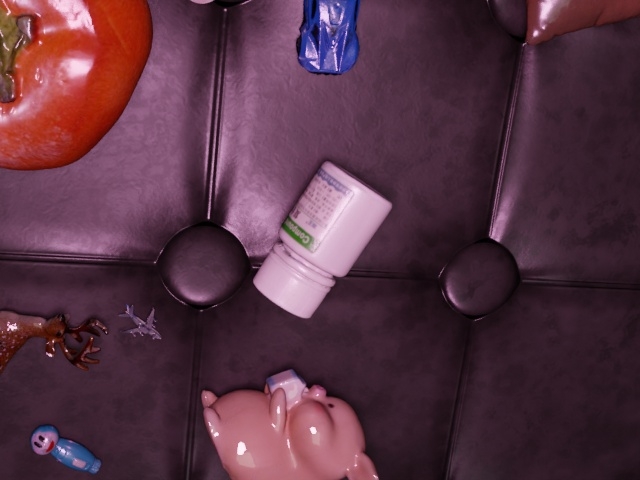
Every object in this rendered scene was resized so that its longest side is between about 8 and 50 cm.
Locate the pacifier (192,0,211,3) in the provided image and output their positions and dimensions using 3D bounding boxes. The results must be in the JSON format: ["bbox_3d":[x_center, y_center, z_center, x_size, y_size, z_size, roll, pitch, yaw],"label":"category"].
[{"bbox_3d":[-0.157,-0.393,1.204,0.081,0.078,0.099,31,98,-40],"label":"pacifier"}]

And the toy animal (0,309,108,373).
[{"bbox_3d":[-0.503,0.165,1.307,0.260,0.087,0.243,35,110,-21],"label":"toy animal"}]

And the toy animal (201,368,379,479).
[{"bbox_3d":[-0.056,0.330,1.392,0.256,0.195,0.213,-14,101,-5],"label":"toy animal"}]

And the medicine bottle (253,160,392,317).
[{"bbox_3d":[0.000,0.000,1.322,0.139,0.139,0.237,31,100,-18],"label":"medicine bottle"}]

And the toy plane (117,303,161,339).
[{"bbox_3d":[-0.298,0.141,1.359,0.078,0.024,0.084,-35,111,19],"label":"toy plane"}]

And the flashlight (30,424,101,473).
[{"bbox_3d":[-0.434,0.359,1.387,0.129,0.051,0.051,35,97,-24],"label":"flashlight"}]

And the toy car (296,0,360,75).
[{"bbox_3d":[0.020,-0.364,1.255,0.103,0.063,0.216,2,106,-12],"label":"toy car"}]

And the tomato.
[{"bbox_3d":[-0.400,-0.268,1.093,0.341,0.273,0.341,1,106,3],"label":"tomato"}]

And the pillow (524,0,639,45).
[{"bbox_3d":[0.448,-0.487,1.284,0.305,0.108,0.308,-14,109,-6],"label":"pillow"}]
